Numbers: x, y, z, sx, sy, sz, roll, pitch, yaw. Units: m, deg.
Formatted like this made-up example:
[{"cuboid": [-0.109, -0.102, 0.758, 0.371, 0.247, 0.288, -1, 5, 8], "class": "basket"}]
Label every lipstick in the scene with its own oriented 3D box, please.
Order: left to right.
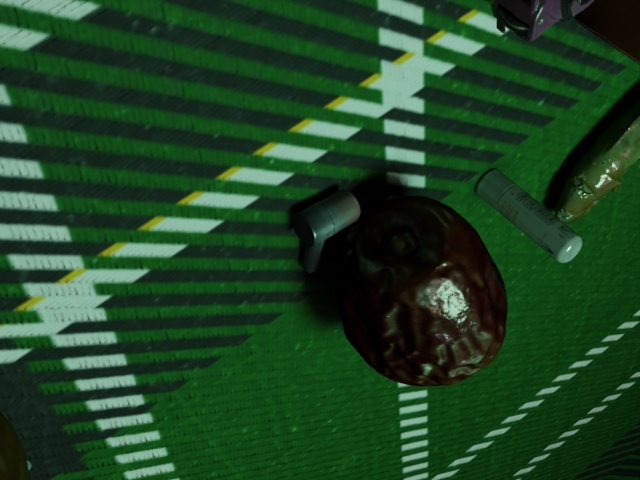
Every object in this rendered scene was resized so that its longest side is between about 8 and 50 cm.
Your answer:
[{"cuboid": [0.243, -0.029, 1.323, 0.040, 0.141, 0.040, -33, 148, -24], "class": "lipstick"}]

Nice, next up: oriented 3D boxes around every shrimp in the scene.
[{"cuboid": [0.403, -0.126, 1.491, 0.267, 0.061, 0.145, -56, 158, 12], "class": "shrimp"}]

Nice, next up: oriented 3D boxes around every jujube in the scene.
[{"cuboid": [0.108, 0.065, 1.227, 0.183, 0.183, 0.243, -41, 150, -8], "class": "jujube"}]

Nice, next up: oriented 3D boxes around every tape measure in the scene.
[{"cuboid": [0.221, -0.252, 1.038, 0.118, 0.074, 0.125, -32, 150, -23], "class": "tape measure"}]

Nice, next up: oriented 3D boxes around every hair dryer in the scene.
[{"cuboid": [0.000, 0.000, 1.168, 0.063, 0.037, 0.114, -29, 154, -29], "class": "hair dryer"}]

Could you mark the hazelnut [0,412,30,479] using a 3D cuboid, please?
[{"cuboid": [-0.321, 0.186, 0.804, 0.217, 0.217, 0.251, -60, 168, 23], "class": "hazelnut"}]

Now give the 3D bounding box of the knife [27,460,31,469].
[{"cuboid": [-0.368, 0.210, 0.961, 0.331, 0.044, 0.080, -8, 124, -55], "class": "knife"}]

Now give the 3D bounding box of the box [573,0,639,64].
[{"cuboid": [0.502, -0.367, 1.253, 0.385, 0.122, 0.344, -12, 136, -44], "class": "box"}]

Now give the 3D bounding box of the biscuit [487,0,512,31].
[{"cuboid": [0.190, -0.286, 1.059, 0.131, 0.025, 0.231, -50, 150, 6], "class": "biscuit"}]
